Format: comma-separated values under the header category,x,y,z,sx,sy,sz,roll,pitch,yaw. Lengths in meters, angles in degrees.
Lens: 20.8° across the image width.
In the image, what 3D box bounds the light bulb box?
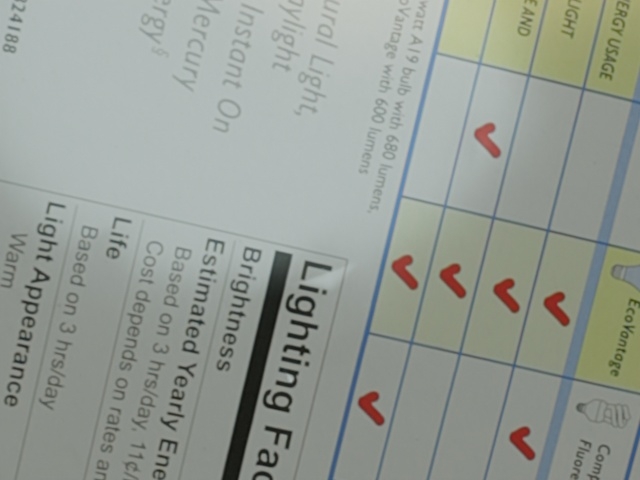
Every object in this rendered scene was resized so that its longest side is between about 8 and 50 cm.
category,x,y,z,sx,sy,sz,roll,pitch,yaw
light bulb box,0.000,0.000,0.753,0.361,0.225,0.358,13,95,-8
